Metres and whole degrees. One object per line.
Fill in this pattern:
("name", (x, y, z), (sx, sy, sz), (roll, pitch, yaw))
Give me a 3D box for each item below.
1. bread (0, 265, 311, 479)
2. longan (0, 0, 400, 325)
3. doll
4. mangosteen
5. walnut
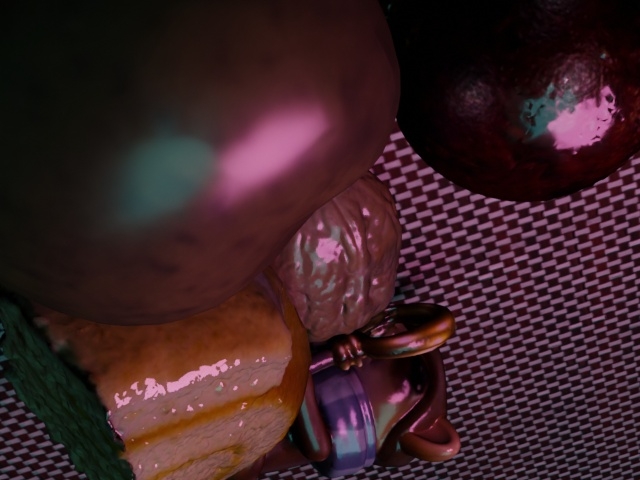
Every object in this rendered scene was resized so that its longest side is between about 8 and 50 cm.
("bread", (-0.148, 0.104, 1.630), (0.264, 0.239, 0.395), (-32, 165, -18))
("longan", (-0.143, -0.114, 1.362), (0.405, 0.336, 0.404), (-3, 132, -3))
("doll", (-0.010, 0.181, 1.991), (0.340, 0.209, 0.318), (-3, 172, -16))
("mangosteen", (0.178, -0.188, 1.442), (0.297, 0.297, 0.293), (-27, 111, 16))
("walnut", (0.001, 0.002, 1.749), (0.178, 0.178, 0.230), (-11, 142, -6))
